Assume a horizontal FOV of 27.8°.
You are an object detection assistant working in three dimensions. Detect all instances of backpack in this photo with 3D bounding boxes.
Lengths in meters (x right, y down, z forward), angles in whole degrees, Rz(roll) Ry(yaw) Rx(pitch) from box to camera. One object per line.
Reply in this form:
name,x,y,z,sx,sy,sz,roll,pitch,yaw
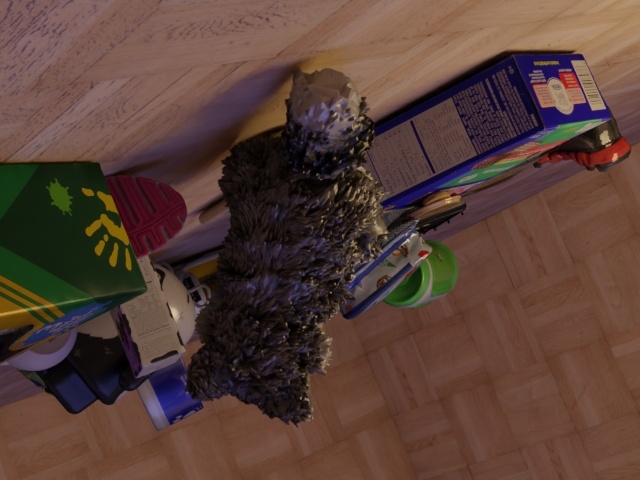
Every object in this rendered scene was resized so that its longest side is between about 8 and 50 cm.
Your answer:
backpack,0.042,0.013,2.125,0.263,0.213,0.276,-32,174,-5

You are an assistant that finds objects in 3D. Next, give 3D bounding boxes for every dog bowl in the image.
dog bowl,-0.330,0.235,2.550,0.104,0.265,0.265,-25,174,-8

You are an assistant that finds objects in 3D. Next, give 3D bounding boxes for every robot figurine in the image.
robot figurine,-0.338,0.157,2.138,0.278,0.209,0.173,-39,169,-11

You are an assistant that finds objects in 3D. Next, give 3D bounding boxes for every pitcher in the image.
pitcher,-0.433,0.122,2.002,0.178,0.125,0.207,-42,-167,-23

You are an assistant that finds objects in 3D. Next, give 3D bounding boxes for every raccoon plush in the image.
raccoon plush,-0.067,0.024,1.491,0.216,0.299,0.446,12,158,14

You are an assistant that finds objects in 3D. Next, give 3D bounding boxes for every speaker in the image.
speaker,0.188,0.064,2.547,0.131,0.131,0.296,-25,174,17

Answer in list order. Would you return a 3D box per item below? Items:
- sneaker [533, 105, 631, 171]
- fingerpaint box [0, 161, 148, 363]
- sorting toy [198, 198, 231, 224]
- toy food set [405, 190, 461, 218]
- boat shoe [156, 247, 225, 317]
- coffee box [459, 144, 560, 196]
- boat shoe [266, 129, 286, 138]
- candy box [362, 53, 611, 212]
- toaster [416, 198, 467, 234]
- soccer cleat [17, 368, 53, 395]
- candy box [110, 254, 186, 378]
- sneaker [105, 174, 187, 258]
sneaker,0.440,-0.204,2.362,0.097,0.135,0.276,-33,-157,-28
fingerpaint box,-0.461,0.086,1.296,0.444,0.163,0.371,-26,173,23
sorting toy,-0.055,-0.075,1.944,0.208,0.038,0.193,-16,171,-46
toy food set,0.166,-0.052,1.893,0.082,0.020,0.083,-26,171,38
boat shoe,-0.249,0.101,2.308,0.367,0.136,0.156,-22,175,-34
coffee box,0.290,-0.153,2.223,0.141,0.098,0.246,-21,174,-16
boat shoe,-0.022,-0.118,1.644,0.045,0.050,0.135,-19,175,19
candy box,0.223,-0.153,1.885,0.317,0.122,0.268,-25,174,33
toaster,0.167,-0.059,2.529,0.185,0.110,0.168,-20,173,-22
soccer cleat,-0.572,0.272,2.659,0.093,0.121,0.289,-21,174,-15
candy box,-0.265,0.089,1.855,0.070,0.196,0.165,-20,173,-15
sneaker,-0.278,-0.007,1.520,0.252,0.103,0.111,-16,178,0
